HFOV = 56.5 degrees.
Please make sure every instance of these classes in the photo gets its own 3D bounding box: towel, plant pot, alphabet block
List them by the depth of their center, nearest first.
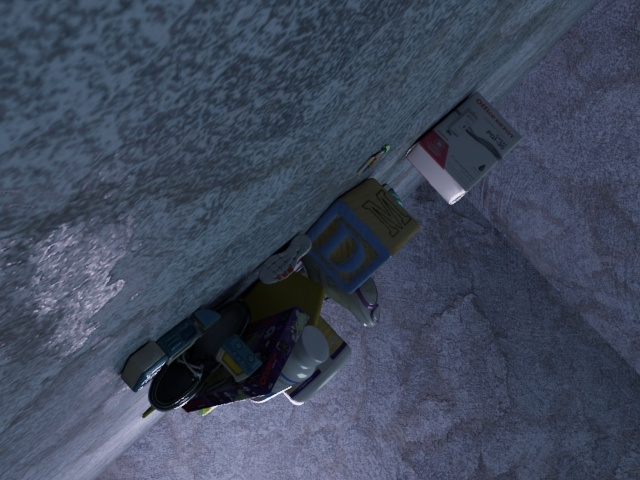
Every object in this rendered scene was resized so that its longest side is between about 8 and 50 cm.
[{"bbox_3d":[0.102,-0.015,1.528,0.192,0.193,0.197,-45,175,39],"label":"alphabet block"},{"bbox_3d":[-0.097,0.183,1.587,0.187,0.212,0.212,-62,178,-14],"label":"plant pot"},{"bbox_3d":[-0.596,0.607,2.302,0.102,0.021,0.237,-39,178,17],"label":"towel"}]

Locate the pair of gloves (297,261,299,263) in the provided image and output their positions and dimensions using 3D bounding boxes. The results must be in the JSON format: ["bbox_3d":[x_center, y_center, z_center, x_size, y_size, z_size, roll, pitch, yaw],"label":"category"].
[{"bbox_3d":[0.000,0.000,1.830,0.159,0.023,0.198,-38,174,-45],"label":"pair of gloves"}]

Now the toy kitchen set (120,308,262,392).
[{"bbox_3d":[-0.233,0.235,1.123,0.207,0.166,0.122,-40,174,-37],"label":"toy kitchen set"}]

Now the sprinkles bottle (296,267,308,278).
[{"bbox_3d":[0.048,0.072,2.239,0.355,0.121,0.121,-42,175,-10],"label":"sprinkles bottle"}]

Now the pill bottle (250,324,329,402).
[{"bbox_3d":[-0.089,0.286,1.403,0.222,0.124,0.124,-34,180,29],"label":"pill bottle"}]

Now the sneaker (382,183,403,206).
[{"bbox_3d":[0.207,-0.114,1.999,0.107,0.110,0.275,-46,174,33],"label":"sneaker"}]

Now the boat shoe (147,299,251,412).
[{"bbox_3d":[-0.272,0.249,1.335,0.302,0.114,0.091,-54,180,-21],"label":"boat shoe"}]

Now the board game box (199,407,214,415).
[{"bbox_3d":[-0.343,0.486,2.177,0.317,0.046,0.213,-33,135,-11],"label":"board game box"}]

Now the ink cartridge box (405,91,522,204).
[{"bbox_3d":[0.429,-0.279,1.782,0.283,0.207,0.117,-42,177,-21],"label":"ink cartridge box"}]

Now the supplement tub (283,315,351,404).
[{"bbox_3d":[-0.095,0.297,1.791,0.241,0.331,0.241,-42,175,-5],"label":"supplement tub"}]

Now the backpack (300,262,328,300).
[{"bbox_3d":[0.067,0.079,2.046,0.225,0.191,0.253,-42,169,19],"label":"backpack"}]

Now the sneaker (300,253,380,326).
[{"bbox_3d":[0.054,0.122,1.686,0.152,0.305,0.114,-40,172,35],"label":"sneaker"}]

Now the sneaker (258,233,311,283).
[{"bbox_3d":[-0.084,0.050,1.387,0.158,0.061,0.065,-40,-179,-27],"label":"sneaker"}]

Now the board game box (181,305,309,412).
[{"bbox_3d":[-0.185,0.276,1.362,0.347,0.056,0.208,-27,-158,45],"label":"board game box"}]

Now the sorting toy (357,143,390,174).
[{"bbox_3d":[0.119,-0.178,1.306,0.083,0.012,0.062,-46,174,35],"label":"sorting toy"}]
